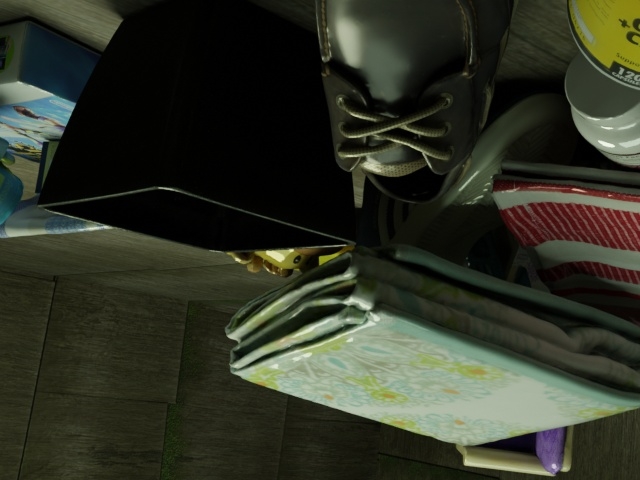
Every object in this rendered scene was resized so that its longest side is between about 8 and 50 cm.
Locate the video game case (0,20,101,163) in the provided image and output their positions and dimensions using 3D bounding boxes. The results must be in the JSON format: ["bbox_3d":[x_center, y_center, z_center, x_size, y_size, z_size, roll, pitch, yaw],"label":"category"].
[{"bbox_3d":[-0.273,-0.132,0.923,0.244,0.061,0.269,1,169,35],"label":"video game case"}]

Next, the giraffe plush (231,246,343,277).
[{"bbox_3d":[-0.024,-0.051,0.887,0.181,0.170,0.210,11,169,-22],"label":"giraffe plush"}]

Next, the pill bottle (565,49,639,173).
[{"bbox_3d":[0.244,-0.098,0.681,0.086,0.086,0.152,0,167,36],"label":"pill bottle"}]

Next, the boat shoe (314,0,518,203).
[{"bbox_3d":[0.069,-0.106,0.623,0.132,0.130,0.355,4,170,15],"label":"boat shoe"}]

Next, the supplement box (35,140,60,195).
[{"bbox_3d":[-0.233,-0.065,0.928,0.083,0.056,0.083,2,169,22],"label":"supplement box"}]

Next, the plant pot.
[{"bbox_3d":[-0.088,-0.091,0.719,0.187,0.167,0.188,15,168,-42],"label":"plant pot"}]

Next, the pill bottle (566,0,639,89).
[{"bbox_3d":[0.176,-0.145,0.413,0.103,0.103,0.184,5,170,9],"label":"pill bottle"}]

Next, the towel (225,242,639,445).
[{"bbox_3d":[0.119,0.121,0.940,0.374,0.090,0.320,21,154,-23],"label":"towel"}]

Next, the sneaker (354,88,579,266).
[{"bbox_3d":[0.117,-0.065,0.905,0.131,0.148,0.350,-4,152,-29],"label":"sneaker"}]

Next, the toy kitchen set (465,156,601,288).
[{"bbox_3d":[0.240,0.027,1.002,0.166,0.122,0.207,0,129,32],"label":"toy kitchen set"}]

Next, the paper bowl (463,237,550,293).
[{"bbox_3d":[0.228,0.104,1.227,0.284,0.284,0.148,5,126,8],"label":"paper bowl"}]

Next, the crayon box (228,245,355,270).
[{"bbox_3d":[0.000,0.000,1.423,0.318,0.081,0.202,15,167,-43],"label":"crayon box"}]

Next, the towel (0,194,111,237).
[{"bbox_3d":[-0.219,-0.054,1.060,0.285,0.034,0.209,-4,-163,18],"label":"towel"}]

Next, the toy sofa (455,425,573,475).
[{"bbox_3d":[0.314,0.177,1.411,0.150,0.362,0.177,7,177,1],"label":"toy sofa"}]

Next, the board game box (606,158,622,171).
[{"bbox_3d":[0.367,-0.077,0.793,0.194,0.060,0.194,-1,168,42],"label":"board game box"}]

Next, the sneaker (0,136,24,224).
[{"bbox_3d":[-0.345,-0.102,0.736,0.208,0.127,0.319,29,160,-5],"label":"sneaker"}]

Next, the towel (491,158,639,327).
[{"bbox_3d":[0.304,0.032,0.810,0.237,0.037,0.329,9,159,31],"label":"towel"}]
